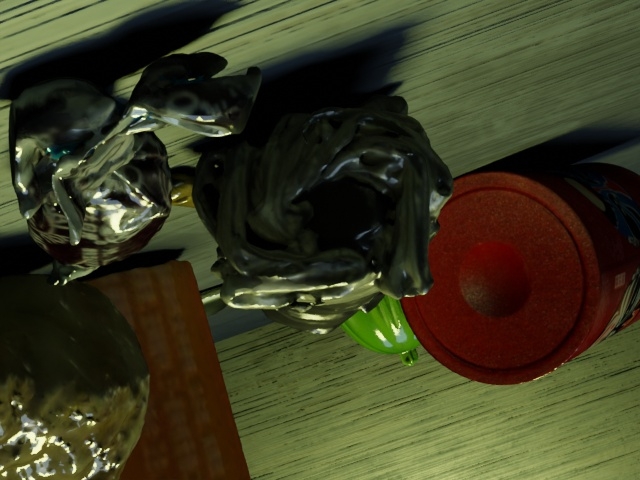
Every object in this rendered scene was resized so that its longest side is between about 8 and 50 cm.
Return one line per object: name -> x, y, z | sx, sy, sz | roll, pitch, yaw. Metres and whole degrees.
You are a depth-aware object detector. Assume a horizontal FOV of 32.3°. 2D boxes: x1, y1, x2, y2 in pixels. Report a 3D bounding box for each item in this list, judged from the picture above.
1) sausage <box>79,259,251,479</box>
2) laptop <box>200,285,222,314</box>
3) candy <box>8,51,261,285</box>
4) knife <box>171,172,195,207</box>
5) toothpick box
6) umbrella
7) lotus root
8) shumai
sausage -> -0.176, 0.179, 0.857 | 0.233, 0.287, 0.233 | -15, 171, -2
laptop -> -0.200, 0.100, 1.397 | 0.187, 0.015, 0.269 | -18, 175, -11
candy -> -0.079, -0.020, 0.439 | 0.094, 0.051, 0.226 | -20, 175, -20
knife -> -0.040, -0.025, 0.681 | 0.046, 0.022, 0.256 | -26, 173, 12
toothpick box -> 0.240, 0.021, 1.157 | 0.204, 0.204, 0.333 | -22, 174, 29
umbrella -> -0.006, -0.002, 0.616 | 0.113, 0.106, 0.358 | -11, 173, -4
lotus root -> 0.093, 0.082, 1.436 | 0.186, 0.186, 0.186 | -19, 175, -2
shumai -> -0.267, 0.088, 0.568 | 0.346, 0.217, 0.283 | -28, 145, -14
